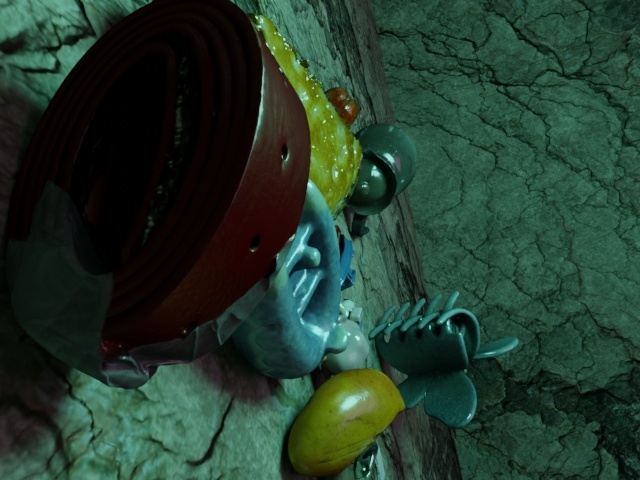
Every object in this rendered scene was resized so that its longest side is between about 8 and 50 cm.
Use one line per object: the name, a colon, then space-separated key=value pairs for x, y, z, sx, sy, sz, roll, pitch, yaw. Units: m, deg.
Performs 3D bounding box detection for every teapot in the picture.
teapot: x=0.125 y=-0.167 z=1.437 sx=0.223 sy=0.305 sz=0.285 roll=39 pitch=32 yaw=-2

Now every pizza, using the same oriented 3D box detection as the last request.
pizza: x=-0.060 y=-0.202 z=0.917 sx=0.440 sy=0.130 sz=0.406 roll=-54 pitch=130 yaw=-53

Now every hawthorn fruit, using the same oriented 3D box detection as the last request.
hawthorn fruit: x=0.040 y=-0.346 z=1.332 sx=0.128 sy=0.128 sz=0.128 roll=-12 pitch=90 yaw=-72

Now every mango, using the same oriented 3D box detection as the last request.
mango: x=0.036 y=0.307 z=0.851 sx=0.252 sy=0.126 sz=0.154 roll=-18 pitch=133 yaw=-47

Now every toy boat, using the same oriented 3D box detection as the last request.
toy boat: x=0.025 y=0.067 z=1.045 sx=0.097 sy=0.100 sz=0.223 roll=53 pitch=25 yaw=-19
toy boat: x=-0.022 y=0.078 z=0.699 sx=0.330 sy=0.123 sz=0.215 roll=88 pitch=21 yaw=-45

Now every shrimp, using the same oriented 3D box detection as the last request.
shrimp: x=0.078 y=0.404 z=1.038 sx=0.360 sy=0.085 sz=0.247 roll=-54 pitch=137 yaw=-60

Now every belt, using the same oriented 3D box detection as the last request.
belt: x=-0.135 y=-0.045 z=0.427 sx=0.115 sy=0.227 sz=0.323 roll=43 pitch=58 yaw=-60

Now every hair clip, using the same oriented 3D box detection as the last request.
hair clip: x=0.311 y=0.300 z=1.402 sx=0.392 sy=0.318 sz=0.238 roll=-34 pitch=99 yaw=-41

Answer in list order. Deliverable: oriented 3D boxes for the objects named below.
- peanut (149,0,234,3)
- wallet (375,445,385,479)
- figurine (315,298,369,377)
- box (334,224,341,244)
peanut: x=-0.141 y=-0.149 z=0.621 sx=0.153 sy=0.140 sz=0.325 roll=-166 pitch=-114 yaw=-65
wallet: x=0.148 y=0.562 z=1.247 sx=0.044 sy=0.011 sz=0.083 roll=-3 pitch=83 yaw=-72
figurine: x=0.045 y=0.199 z=1.000 sx=0.229 sy=0.112 sz=0.137 roll=-66 pitch=162 yaw=-63
box: x=0.000 y=0.000 z=1.035 sx=0.051 sy=0.082 sz=0.023 roll=-82 pitch=152 yaw=-46
